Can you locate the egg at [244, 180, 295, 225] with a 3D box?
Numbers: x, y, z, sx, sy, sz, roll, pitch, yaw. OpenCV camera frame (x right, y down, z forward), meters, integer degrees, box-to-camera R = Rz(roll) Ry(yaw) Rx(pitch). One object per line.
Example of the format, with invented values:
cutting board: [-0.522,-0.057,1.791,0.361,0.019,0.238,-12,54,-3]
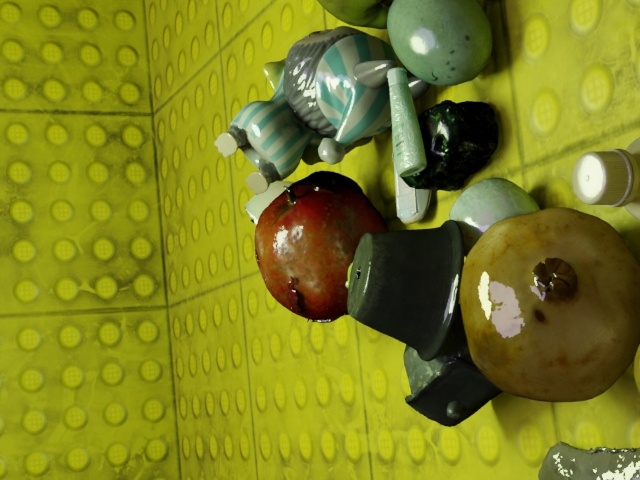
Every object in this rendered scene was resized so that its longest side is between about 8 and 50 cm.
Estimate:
egg: [-0.043,-0.032,2.472,0.206,0.161,0.271,54,-178,24]

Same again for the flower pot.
flower pot: [0.129,0.068,1.749,0.235,0.148,0.235,-168,90,-80]

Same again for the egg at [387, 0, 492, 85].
egg: [0.211,-0.367,1.913,0.236,0.169,0.169,-117,36,-46]

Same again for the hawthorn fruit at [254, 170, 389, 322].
hawthorn fruit: [0.009,0.009,2.239,0.316,0.316,0.316,6,97,64]

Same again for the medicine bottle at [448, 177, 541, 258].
medicine bottle: [0.302,-0.011,1.774,0.143,0.147,0.147,56,139,45]

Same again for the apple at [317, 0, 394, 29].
apple: [0.082,-0.559,2.096,0.295,0.233,0.258,132,134,-55]

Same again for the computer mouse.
computer mouse: [0.181,-0.132,2.129,0.102,0.044,0.199,165,102,-64]

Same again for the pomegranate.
pomegranate: [0.336,0.100,1.589,0.307,0.307,0.307,6,97,64]

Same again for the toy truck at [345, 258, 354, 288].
toy truck: [0.130,0.078,2.037,0.187,0.210,0.148,3,97,33]

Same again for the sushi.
sushi: [0.220,-0.171,1.957,0.225,0.127,0.124,136,128,-59]

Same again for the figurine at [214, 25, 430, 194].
figurine: [0.017,-0.289,2.092,0.266,0.361,0.377,49,154,-4]

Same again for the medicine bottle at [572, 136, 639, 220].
medicine bottle: [0.438,-0.079,1.369,0.114,0.252,0.114,3,93,64]

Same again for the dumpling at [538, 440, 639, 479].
dumpling: [0.435,0.382,1.593,0.332,0.086,0.166,-20,41,63]

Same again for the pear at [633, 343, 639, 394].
pear: [0.494,0.165,1.349,0.200,0.200,0.200,6,97,64]

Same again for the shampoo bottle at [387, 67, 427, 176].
shampoo bottle: [0.149,-0.212,1.912,0.069,0.041,0.191,-28,65,57]

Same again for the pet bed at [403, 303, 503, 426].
pet bed: [0.254,0.217,1.841,0.211,0.183,0.159,130,136,-53]
